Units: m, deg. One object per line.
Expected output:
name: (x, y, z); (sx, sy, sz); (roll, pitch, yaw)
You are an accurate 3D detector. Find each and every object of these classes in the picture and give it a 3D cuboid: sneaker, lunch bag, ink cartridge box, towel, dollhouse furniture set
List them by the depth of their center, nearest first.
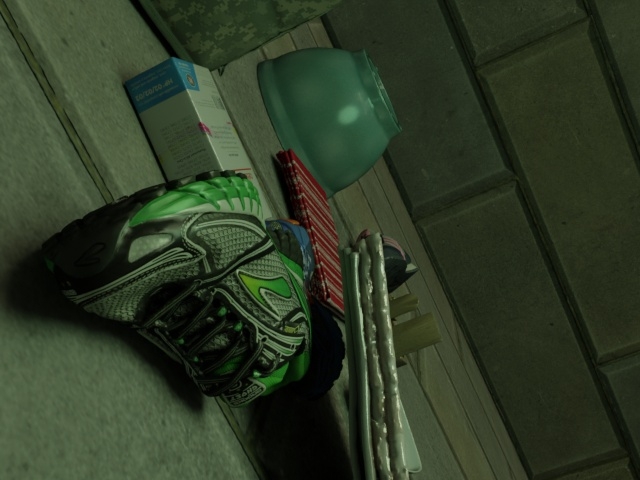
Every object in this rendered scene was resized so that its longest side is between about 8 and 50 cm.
sneaker: (-0.074, 0.049, 0.549); (0.343, 0.134, 0.146); (35, 35, -67)
ink cartridge box: (-0.124, -0.092, 0.747); (0.181, 0.061, 0.104); (66, 13, -2)
towel: (0.059, 0.188, 0.761); (0.317, 0.053, 0.332); (72, 13, -73)
sneaker: (-0.043, 0.074, 0.794); (0.087, 0.083, 0.221); (15, 49, -54)
lunch bag: (-0.119, -0.363, 0.842); (0.287, 0.235, 0.169); (59, 12, -31)
towel: (0.000, 0.000, 1.165); (0.199, 0.031, 0.275); (45, 27, -63)
dollhouse furniture set: (0.167, 0.165, 1.342); (0.151, 0.123, 0.144); (46, 25, -58)
sneaker: (0.106, 0.035, 1.419); (0.131, 0.112, 0.319); (53, 7, 14)

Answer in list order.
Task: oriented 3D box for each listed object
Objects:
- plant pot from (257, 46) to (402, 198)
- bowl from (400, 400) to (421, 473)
plant pot: (0.035, -0.247, 1.357); (0.293, 0.196, 0.293); (61, 14, -26)
bowl: (0.089, 0.268, 1.011); (0.142, 0.053, 0.142); (39, 31, -62)
